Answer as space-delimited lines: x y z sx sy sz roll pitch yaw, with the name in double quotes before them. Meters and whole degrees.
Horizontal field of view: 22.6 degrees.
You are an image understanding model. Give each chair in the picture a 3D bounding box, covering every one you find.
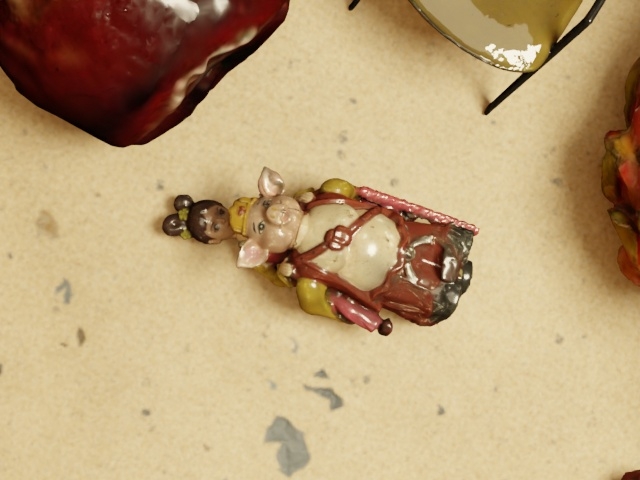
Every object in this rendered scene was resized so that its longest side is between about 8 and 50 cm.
"chair" 0.150 -0.230 1.305 0.158 0.247 0.172 37 83 -5

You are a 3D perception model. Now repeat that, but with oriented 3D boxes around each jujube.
"jujube" -0.172 -0.265 1.267 0.258 0.258 0.377 -22 97 -10

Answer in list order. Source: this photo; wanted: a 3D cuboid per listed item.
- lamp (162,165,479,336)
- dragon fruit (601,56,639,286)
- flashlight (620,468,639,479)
"lamp" 0.000 0.000 1.334 0.253 0.118 0.118 19 84 -9
"dragon fruit" 0.366 -0.043 1.309 0.314 0.296 0.263 44 84 4
"flashlight" 0.367 0.261 1.391 0.232 0.093 0.093 15 84 -11
